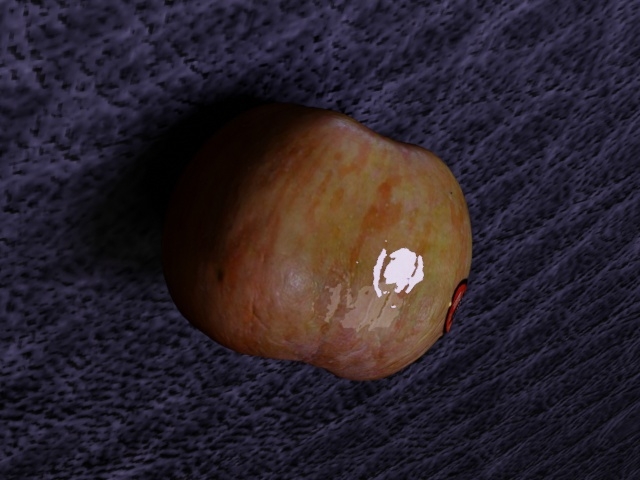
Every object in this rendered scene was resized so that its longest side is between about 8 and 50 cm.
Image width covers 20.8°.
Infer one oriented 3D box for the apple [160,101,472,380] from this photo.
[{"bbox_3d":[-0.002,-0.001,0.699,0.126,0.126,0.102,15,92,-55],"label":"apple"}]
